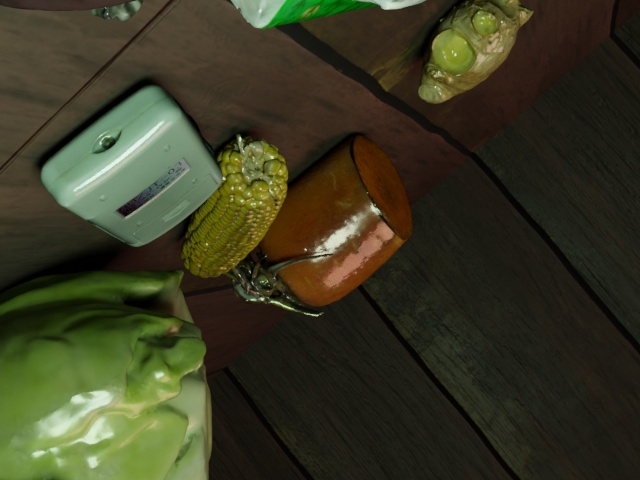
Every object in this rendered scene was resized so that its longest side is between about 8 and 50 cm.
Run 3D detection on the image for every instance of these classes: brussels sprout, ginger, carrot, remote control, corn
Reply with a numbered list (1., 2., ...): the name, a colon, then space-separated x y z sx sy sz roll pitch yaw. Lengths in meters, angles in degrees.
1. brussels sprout: -0.297 0.222 0.980 0.360 0.343 0.425 -1 -158 -7
2. ginger: 0.214 -0.278 1.266 0.216 0.102 0.157 -47 175 41
3. carrot: 0.000 0.000 1.454 0.331 0.193 0.214 -36 -148 6
4. remote control: -0.172 -0.064 0.912 0.140 0.056 0.296 -37 172 -3
5. corn: -0.111 -0.033 1.165 0.101 0.101 0.310 -34 168 -30

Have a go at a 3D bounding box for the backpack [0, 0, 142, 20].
1. backpack: -0.011 -0.213 0.332 0.317 0.197 0.283 -35 -163 -12

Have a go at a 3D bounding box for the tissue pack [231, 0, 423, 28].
1. tissue pack: 0.040 -0.228 0.654 0.148 0.156 0.209 -43 171 39
